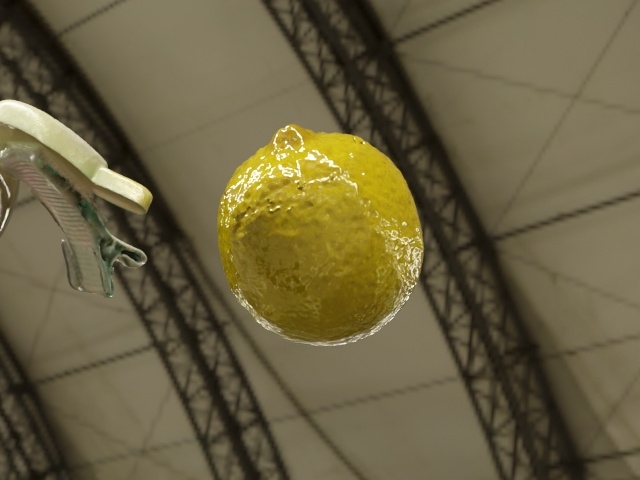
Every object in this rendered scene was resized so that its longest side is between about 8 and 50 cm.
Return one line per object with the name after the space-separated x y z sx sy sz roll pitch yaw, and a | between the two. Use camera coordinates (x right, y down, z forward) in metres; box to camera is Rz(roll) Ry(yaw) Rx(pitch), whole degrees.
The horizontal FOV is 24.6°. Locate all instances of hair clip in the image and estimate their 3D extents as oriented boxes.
-0.232 -0.044 1.366 0.159 0.071 0.218 3 -42 37 | hair clip

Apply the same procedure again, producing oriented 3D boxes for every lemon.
0.000 0.000 1.383 0.192 0.192 0.231 -5 -65 21 | lemon

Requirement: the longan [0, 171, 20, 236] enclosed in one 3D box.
-0.549 -0.091 1.948 0.319 0.319 0.319 7 -32 4 | longan
